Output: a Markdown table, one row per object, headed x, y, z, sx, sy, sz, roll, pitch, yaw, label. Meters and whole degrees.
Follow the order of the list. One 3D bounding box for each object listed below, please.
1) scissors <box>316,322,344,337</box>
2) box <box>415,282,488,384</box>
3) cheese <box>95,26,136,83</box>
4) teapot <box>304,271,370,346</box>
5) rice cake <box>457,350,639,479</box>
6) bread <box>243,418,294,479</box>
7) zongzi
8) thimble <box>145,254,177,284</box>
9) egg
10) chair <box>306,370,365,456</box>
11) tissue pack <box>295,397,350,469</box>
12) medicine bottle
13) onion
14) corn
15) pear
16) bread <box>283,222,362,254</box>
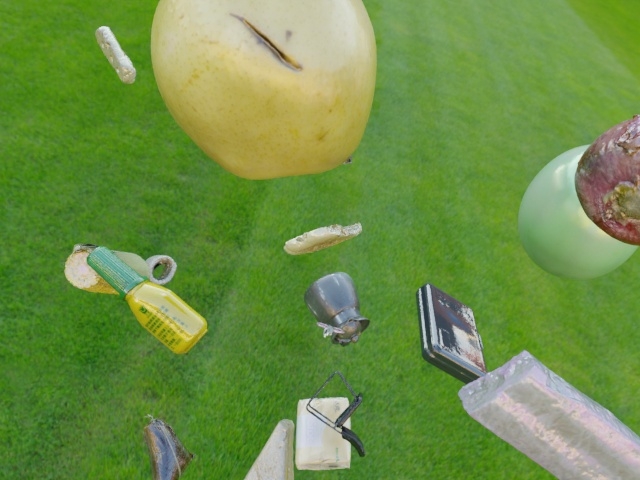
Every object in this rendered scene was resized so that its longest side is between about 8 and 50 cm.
| x | y | z | sx | sy | sz | roll | pitch | yaw | label |
| --- | --- | --- | --- | --- | --- | --- | --- | --- | --- |
| 0.023 | 0.253 | 1.398 | 0.086 | 0.022 | 0.176 | 18 | -1 | 6 | scissors |
| 0.290 | 0.206 | 1.121 | 0.160 | 0.050 | 0.230 | 31 | 31 | -14 | box |
| -0.571 | -0.517 | 1.391 | 0.043 | 0.065 | 0.194 | -25 | 68 | -31 | cheese |
| 0.063 | 0.323 | 2.064 | 0.224 | 0.305 | 0.285 | 0 | 47 | -39 | teapot |
| 0.314 | 0.247 | 0.605 | 0.298 | 0.106 | 0.050 | 38 | 18 | -10 | rice cake |
| -0.064 | 0.416 | 0.898 | 0.105 | 0.077 | 0.152 | 29 | 84 | 18 | bread |
| -0.441 | 0.591 | 1.333 | 0.187 | 0.084 | 0.184 | 60 | 28 | -17 | zongzi |
| -0.597 | 0.109 | 1.835 | 0.115 | 0.102 | 0.090 | -37 | 22 | -34 | thimble |
| 0.499 | -0.052 | 0.955 | 0.221 | 0.269 | 0.220 | 0 | 31 | 0 | egg |
| 0.082 | 0.517 | 1.497 | 0.221 | 0.140 | 0.145 | 41 | 82 | 11 | chair |
| 0.009 | 0.643 | 1.669 | 0.187 | 0.090 | 0.222 | -3 | 51 | 7 | tissue pack |
| -0.395 | 0.130 | 1.125 | 0.309 | 0.111 | 0.076 | 43 | 13 | -6 | medicine bottle |
| 0.410 | -0.083 | 0.611 | 0.195 | 0.159 | 0.159 | -30 | 62 | -36 | onion |
| -0.550 | 0.078 | 1.313 | 0.122 | 0.305 | 0.123 | -6 | 82 | 3 | corn |
| -0.071 | -0.230 | 0.682 | 0.310 | 0.309 | 0.309 | 12 | 41 | -11 | pear |
| 0.000 | 0.000 | 1.362 | 0.251 | 0.182 | 0.038 | -7 | 75 | -60 | bread |
